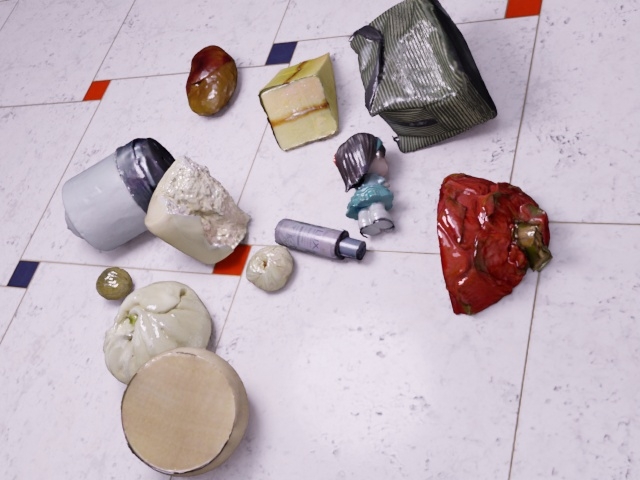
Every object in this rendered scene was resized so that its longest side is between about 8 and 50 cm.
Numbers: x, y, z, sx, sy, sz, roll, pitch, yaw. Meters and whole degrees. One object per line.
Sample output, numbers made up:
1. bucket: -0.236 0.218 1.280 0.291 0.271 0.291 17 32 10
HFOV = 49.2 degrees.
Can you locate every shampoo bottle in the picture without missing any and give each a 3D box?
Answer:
1. shampoo bottle: 0.000 0.000 1.535 0.214 0.072 0.072 13 66 31

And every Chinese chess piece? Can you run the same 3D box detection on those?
1. Chinese chess piece: -0.265 0.334 1.371 0.250 0.103 0.249 -1 81 7

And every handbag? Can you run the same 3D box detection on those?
1. handbag: 0.219 -0.374 1.572 0.240 0.247 0.340 -27 53 23

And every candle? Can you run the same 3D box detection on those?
1. candle: -0.510 -0.101 1.759 0.343 0.221 0.221 -30 51 10

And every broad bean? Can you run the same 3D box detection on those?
1. broad bean: -0.308 -0.445 1.942 0.156 0.122 0.228 -7 54 20

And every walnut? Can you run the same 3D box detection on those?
1. walnut: -0.505 0.106 1.711 0.092 0.092 0.092 -13 55 19

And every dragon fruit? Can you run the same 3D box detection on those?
1. dragon fruit: 0.330 -0.035 1.344 0.205 0.152 0.316 -10 56 19

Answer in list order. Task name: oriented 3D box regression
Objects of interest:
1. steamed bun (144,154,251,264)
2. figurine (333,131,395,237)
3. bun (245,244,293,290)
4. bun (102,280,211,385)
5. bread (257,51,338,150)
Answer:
1. steamed bun: -0.272 -0.057 1.610 0.200 0.225 0.170 -56 25 1
2. figurine: 0.094 -0.126 1.552 0.138 0.110 0.245 -27 56 31
3. bun: -0.118 0.056 1.557 0.115 0.069 0.115 -13 53 18
4. bun: -0.365 0.197 1.532 0.259 0.160 0.259 -11 54 16
5. bread: -0.033 -0.365 1.807 0.168 0.163 0.264 -14 23 19
